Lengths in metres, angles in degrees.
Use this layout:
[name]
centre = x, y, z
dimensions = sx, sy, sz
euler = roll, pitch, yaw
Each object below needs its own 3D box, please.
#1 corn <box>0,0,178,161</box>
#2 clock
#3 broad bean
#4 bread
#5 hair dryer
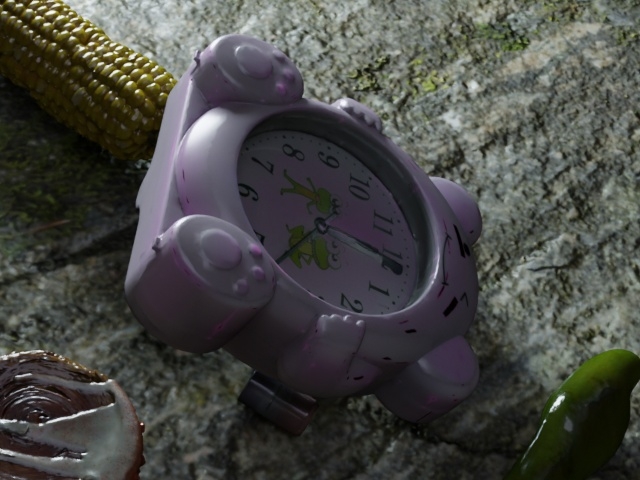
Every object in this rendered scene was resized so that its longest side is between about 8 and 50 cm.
[corn]
centre = -0.260, -0.183, 1.270
dimensions = 0.313, 0.102, 0.102
euler = 37, 53, 11
[clock]
centre = 0.000, 0.000, 1.172
dimensions = 0.322, 0.113, 0.295
euler = 26, 47, -22
[broad bean]
centre = 0.200, 0.191, 1.179
dimensions = 0.075, 0.067, 0.325
euler = 39, 51, 21
[bread]
centre = -0.217, 0.167, 1.053
dimensions = 0.160, 0.073, 0.160
euler = 9, 50, -11
[hair dryer]
centre = -0.020, 0.115, 1.183
dimensions = 0.063, 0.037, 0.114
euler = 32, 45, 2
